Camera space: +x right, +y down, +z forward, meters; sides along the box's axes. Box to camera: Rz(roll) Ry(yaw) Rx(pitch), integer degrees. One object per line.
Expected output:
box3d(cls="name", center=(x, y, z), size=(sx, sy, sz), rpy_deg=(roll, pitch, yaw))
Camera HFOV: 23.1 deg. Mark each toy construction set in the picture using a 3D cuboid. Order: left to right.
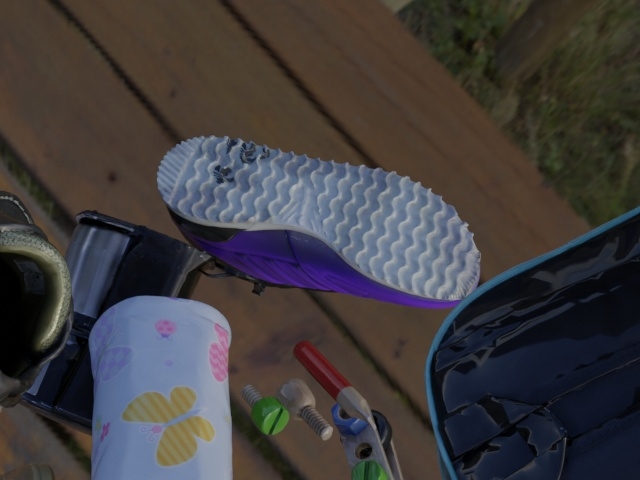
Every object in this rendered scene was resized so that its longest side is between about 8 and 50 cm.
box3d(cls="toy construction set", center=(0.028, 0.292, 1.656), size=(0.257, 0.309, 0.237), rpy_deg=(-21, 40, -25))

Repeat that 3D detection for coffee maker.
box3d(cls="coffee maker", center=(-0.164, 0.083, 1.347), size=(0.171, 0.120, 0.178), rpy_deg=(15, 77, 21))

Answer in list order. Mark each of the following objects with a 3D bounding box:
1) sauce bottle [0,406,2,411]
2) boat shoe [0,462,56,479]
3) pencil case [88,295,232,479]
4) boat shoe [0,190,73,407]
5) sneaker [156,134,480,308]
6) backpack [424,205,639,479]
box3d(cls="sauce bottle", center=(-0.444, 0.085, 1.409), size=(0.344, 0.111, 0.111), rpy_deg=(15, 75, 13))
box3d(cls="boat shoe", center=(-0.272, 0.255, 1.310), size=(0.098, 0.302, 0.109), rpy_deg=(3, 97, -14))
box3d(cls="pencil case", center=(-0.122, 0.172, 1.177), size=(0.113, 0.124, 0.273), rpy_deg=(7, 45, -13))
box3d(cls="boat shoe", center=(-0.132, 0.026, 0.615), size=(0.073, 0.223, 0.080), rpy_deg=(-21, 105, 8))
box3d(cls="sneaker", center=(0.000, -0.001, 1.407), size=(0.293, 0.146, 0.102), rpy_deg=(19, 64, 7))
box3d(cls="backpack", center=(0.137, 0.075, 0.620), size=(0.188, 0.144, 0.166), rpy_deg=(-22, 68, -10))
